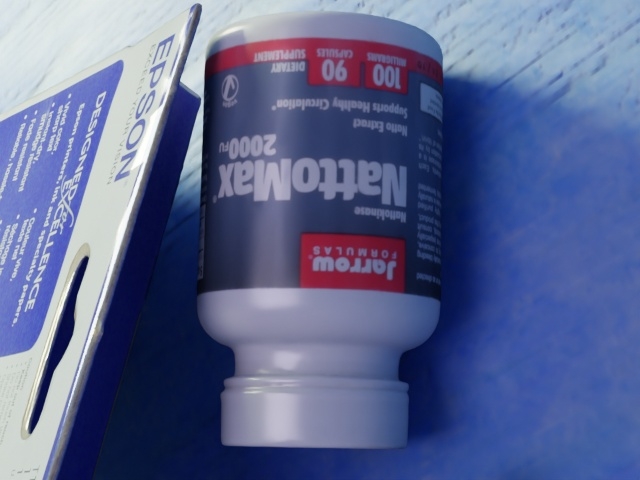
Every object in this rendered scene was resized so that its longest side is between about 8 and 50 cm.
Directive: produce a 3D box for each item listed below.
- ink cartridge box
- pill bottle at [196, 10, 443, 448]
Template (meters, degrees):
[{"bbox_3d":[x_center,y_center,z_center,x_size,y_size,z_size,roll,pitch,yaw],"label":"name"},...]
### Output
[{"bbox_3d":[-0.150,0.068,0.676,0.307,0.072,0.304,-12,58,52],"label":"ink cartridge box"},{"bbox_3d":[0.000,0.000,0.613,0.108,0.108,0.180,-6,80,41],"label":"pill bottle"}]
